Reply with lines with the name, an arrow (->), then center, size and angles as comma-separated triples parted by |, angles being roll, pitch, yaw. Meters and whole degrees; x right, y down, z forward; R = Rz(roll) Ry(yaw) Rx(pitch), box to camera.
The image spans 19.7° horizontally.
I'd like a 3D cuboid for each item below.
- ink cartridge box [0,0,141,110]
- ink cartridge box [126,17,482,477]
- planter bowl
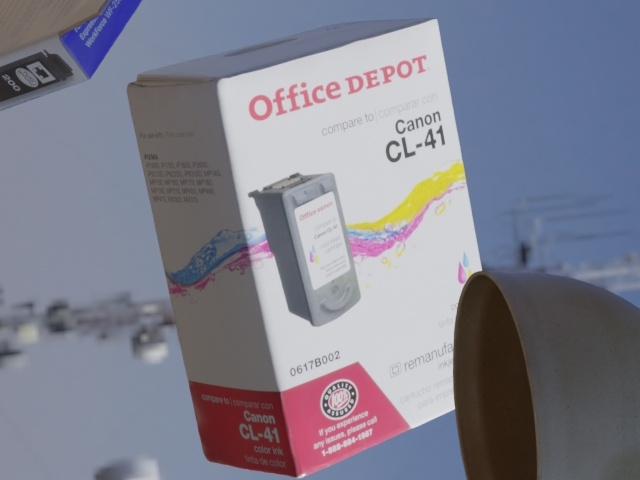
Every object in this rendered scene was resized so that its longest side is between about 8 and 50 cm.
ink cartridge box -> -0.131, -0.178, 1.141 | 0.208, 0.045, 0.206 | -11, -137, 51
ink cartridge box -> 0.000, 0.000, 1.420 | 0.131, 0.226, 0.306 | 6, -69, 52
planter bowl -> 0.148, 0.094, 1.044 | 0.162, 0.109, 0.162 | 176, -90, -79
